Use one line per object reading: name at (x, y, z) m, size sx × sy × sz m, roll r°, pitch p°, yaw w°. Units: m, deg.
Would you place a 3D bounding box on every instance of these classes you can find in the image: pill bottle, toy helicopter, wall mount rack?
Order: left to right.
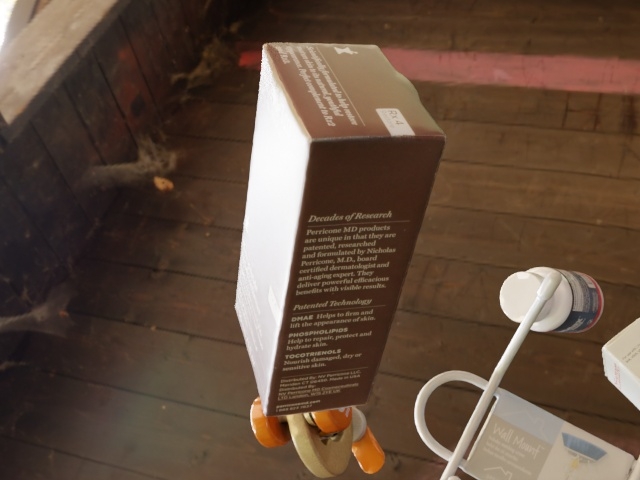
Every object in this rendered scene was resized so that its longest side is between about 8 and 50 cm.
toy helicopter at (0.024, 0.241, 1.215) m, size 0.140 × 0.235 × 0.355 m, roll -22°, pitch -147°, yaw 25°
pill bottle at (0.382, 0.099, 1.180) m, size 0.180 × 0.108 × 0.108 m, roll 8°, pitch -149°, yaw -42°
wall mount rack at (0.296, 0.223, 0.832) m, size 0.350 × 0.130 × 0.304 m, roll 27°, pitch -95°, yaw 11°

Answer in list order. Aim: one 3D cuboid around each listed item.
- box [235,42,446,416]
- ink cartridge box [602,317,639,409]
box at (0.000, 0.000, 0.780) m, size 0.143 × 0.382 × 0.191 m, roll -2°, pitch -141°, yaw -18°
ink cartridge box at (0.475, 0.207, 0.916) m, size 0.087 × 0.153 × 0.208 m, roll -41°, pitch -124°, yaw 0°
